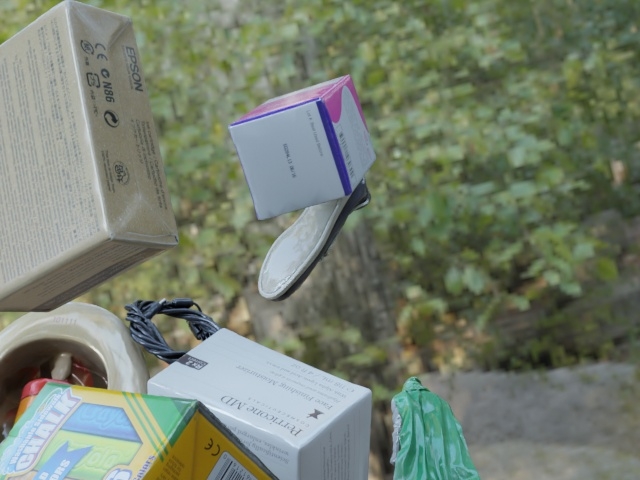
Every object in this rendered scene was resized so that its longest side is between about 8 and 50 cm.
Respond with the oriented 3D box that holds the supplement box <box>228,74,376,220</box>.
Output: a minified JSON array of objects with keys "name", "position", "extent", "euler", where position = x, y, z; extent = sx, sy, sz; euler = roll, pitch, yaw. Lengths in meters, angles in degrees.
[{"name":"supplement box","position":[-0.015,-0.110,1.606],"extent":[0.114,0.111,0.220],"euler":[-15,10,14]}]

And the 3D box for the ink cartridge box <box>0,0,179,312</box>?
[{"name":"ink cartridge box","position":[-0.243,-0.072,1.306],"extent":[0.193,0.234,0.088],"euler":[-25,-20,37]}]

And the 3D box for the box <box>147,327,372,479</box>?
[{"name":"box","position":[-0.058,0.209,1.350],"extent":[0.181,0.182,0.119],"euler":[20,35,29]}]

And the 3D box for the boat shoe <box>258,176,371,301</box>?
[{"name":"boat shoe","position":[0.000,0.000,1.726],"extent":[0.075,0.206,0.065],"euler":[10,-31,43]}]

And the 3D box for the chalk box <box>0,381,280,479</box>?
[{"name":"chalk box","position":[-0.181,0.242,1.181],"extent":[0.289,0.180,0.179],"euler":[-2,47,49]}]

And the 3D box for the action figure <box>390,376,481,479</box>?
[{"name":"action figure","position":[0.125,0.239,1.605],"extent":[0.137,0.232,0.063],"euler":[18,-57,-20]}]

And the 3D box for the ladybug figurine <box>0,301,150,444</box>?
[{"name":"ladybug figurine","position":[-0.403,0.306,2.110],"extent":[0.305,0.449,0.162],"euler":[7,-35,9]}]

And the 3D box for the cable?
[{"name":"cable","position":[-0.223,0.137,2.168],"extent":[0.151,0.047,0.184],"euler":[14,24,-24]}]
